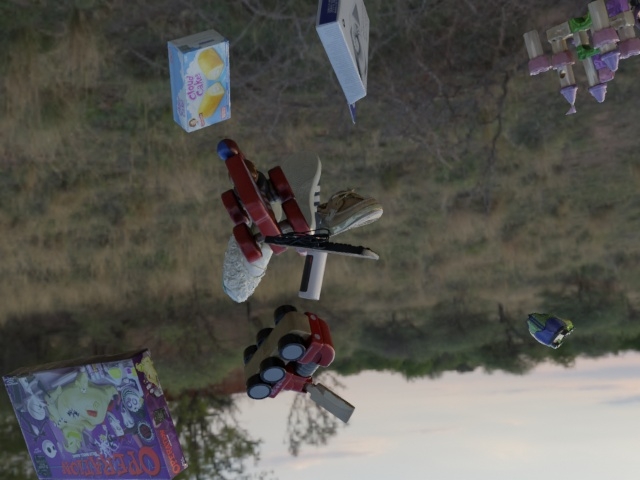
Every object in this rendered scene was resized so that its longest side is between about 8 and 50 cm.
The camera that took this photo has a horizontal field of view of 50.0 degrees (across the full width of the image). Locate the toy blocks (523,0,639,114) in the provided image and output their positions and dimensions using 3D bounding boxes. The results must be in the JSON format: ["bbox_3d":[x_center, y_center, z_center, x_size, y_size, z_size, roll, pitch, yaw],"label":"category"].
[{"bbox_3d":[0.804,-0.529,1.979,0.308,0.260,0.288,-19,-177,-34],"label":"toy blocks"}]

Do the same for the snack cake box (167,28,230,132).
[{"bbox_3d":[-0.352,-0.464,2.004,0.152,0.089,0.264,-28,144,-29],"label":"snack cake box"}]

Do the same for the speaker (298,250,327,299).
[{"bbox_3d":[-0.018,0.082,1.766,0.055,0.136,0.055,11,174,1],"label":"speaker"}]

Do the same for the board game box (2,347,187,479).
[{"bbox_3d":[-0.393,0.304,1.169,0.346,0.208,0.056,-13,-169,32],"label":"board game box"}]

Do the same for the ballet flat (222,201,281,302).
[{"bbox_3d":[-0.198,-0.012,2.130,0.146,0.409,0.147,9,155,4],"label":"ballet flat"}]

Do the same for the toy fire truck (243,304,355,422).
[{"bbox_3d":[-0.024,0.291,1.542,0.246,0.158,0.217,21,122,-27],"label":"toy fire truck"}]

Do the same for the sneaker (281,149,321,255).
[{"bbox_3d":[-0.053,-0.110,2.080,0.131,0.350,0.148,-3,146,13],"label":"sneaker"}]

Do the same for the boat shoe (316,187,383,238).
[{"bbox_3d":[0.056,-0.072,1.636,0.109,0.098,0.302,-19,179,-17],"label":"boat shoe"}]

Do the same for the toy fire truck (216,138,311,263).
[{"bbox_3d":[-0.158,-0.113,1.621,0.169,0.302,0.254,-25,140,0],"label":"toy fire truck"}]

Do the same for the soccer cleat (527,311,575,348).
[{"bbox_3d":[0.647,0.241,1.953,0.093,0.121,0.289,-53,159,9],"label":"soccer cleat"}]

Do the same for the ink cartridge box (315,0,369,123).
[{"bbox_3d":[0.054,-0.365,1.234,0.045,0.223,0.224,-8,142,17],"label":"ink cartridge box"}]

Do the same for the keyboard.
[{"bbox_3d":[0.000,0.000,1.167,0.192,0.038,0.100,6,175,24],"label":"keyboard"}]
